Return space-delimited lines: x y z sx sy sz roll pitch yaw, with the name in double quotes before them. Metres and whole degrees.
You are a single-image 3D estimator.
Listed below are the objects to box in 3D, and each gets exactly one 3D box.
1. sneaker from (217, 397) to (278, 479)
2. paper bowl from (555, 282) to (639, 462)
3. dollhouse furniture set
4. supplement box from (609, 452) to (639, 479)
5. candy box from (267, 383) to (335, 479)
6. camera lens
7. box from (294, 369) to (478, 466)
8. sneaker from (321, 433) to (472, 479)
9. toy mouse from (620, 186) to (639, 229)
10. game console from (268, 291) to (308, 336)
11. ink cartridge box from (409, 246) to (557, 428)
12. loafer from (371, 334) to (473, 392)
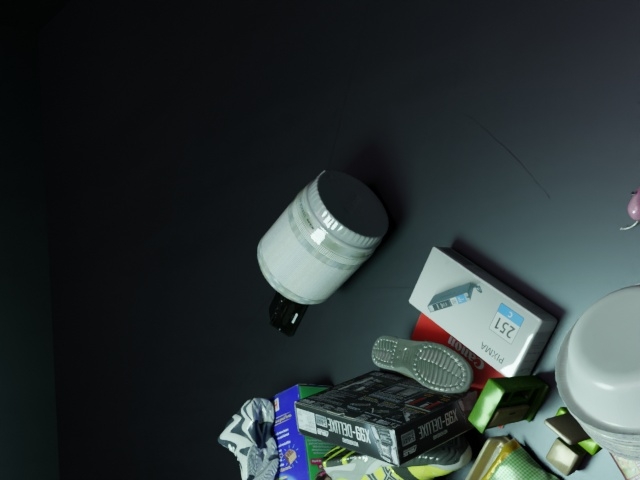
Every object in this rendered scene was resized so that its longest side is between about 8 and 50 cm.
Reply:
"sneaker" -0.183 0.510 1.864 0.153 0.094 0.235 -35 52 44
"paper bowl" 0.499 0.181 1.178 0.284 0.148 0.284 -30 32 22
"dollhouse furniture set" 0.361 0.426 1.416 0.197 0.151 0.301 40 117 41
"supplement box" 0.538 0.328 1.276 0.104 0.081 0.188 -47 56 36
"candy box" -0.069 0.543 1.883 0.268 0.122 0.317 -36 54 43
"camera lens" 0.000 0.000 1.789 0.274 0.219 0.219 -48 55 36
"box" 0.133 0.356 1.593 0.307 0.242 0.076 1 101 50
"sneaker" 0.177 0.487 1.659 0.385 0.145 0.147 -23 97 45
"toy mouse" 0.570 -0.073 1.297 0.161 0.031 0.143 -21 73 46
"game console" -0.086 0.173 2.032 0.107 0.071 0.122 31 115 12
"ink cartridge box" 0.298 0.194 1.563 0.296 0.066 0.261 38 115 42
"loafer" 0.223 0.255 1.601 0.251 0.087 0.094 16 85 46
